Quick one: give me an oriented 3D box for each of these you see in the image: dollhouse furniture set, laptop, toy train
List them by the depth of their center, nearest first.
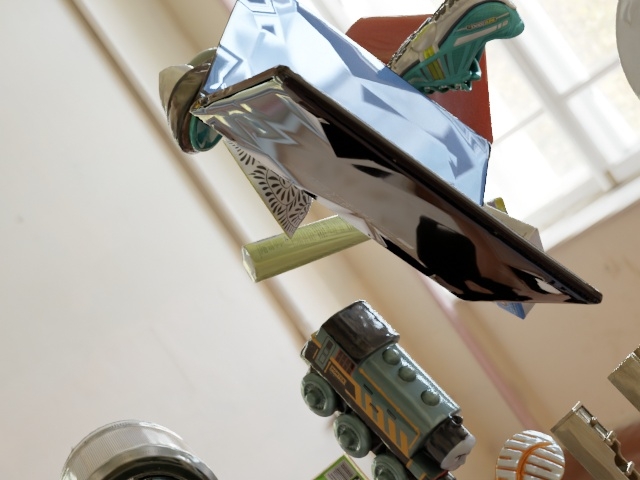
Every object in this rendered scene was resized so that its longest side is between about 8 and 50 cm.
[{"bbox_3d":[0.089,-0.129,1.311,0.236,0.382,0.408,-61,19,-13],"label":"laptop"},{"bbox_3d":[0.454,0.226,1.661,0.242,0.161,0.212,-46,-13,13],"label":"dollhouse furniture set"},{"bbox_3d":[0.099,0.250,1.939,0.142,0.334,0.190,-25,-28,-38],"label":"toy train"}]

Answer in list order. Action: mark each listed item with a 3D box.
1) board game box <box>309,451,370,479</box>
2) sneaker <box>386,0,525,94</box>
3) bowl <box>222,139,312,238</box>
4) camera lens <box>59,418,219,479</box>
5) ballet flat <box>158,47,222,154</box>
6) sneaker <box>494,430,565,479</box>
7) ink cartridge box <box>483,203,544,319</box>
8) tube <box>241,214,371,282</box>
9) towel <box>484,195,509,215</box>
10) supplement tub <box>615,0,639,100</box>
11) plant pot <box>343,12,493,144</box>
[{"bbox_3d":[-0.013,0.515,2.287,0.259,0.124,0.039,-40,1,6],"label":"board game box"},{"bbox_3d":[0.161,-0.237,1.689,0.275,0.110,0.107,-42,10,39],"label":"sneaker"},{"bbox_3d":[-0.059,-0.093,1.751,0.080,0.170,0.170,-35,1,0],"label":"bowl"},{"bbox_3d":[-0.259,0.380,1.781,0.219,0.219,0.274,-35,12,-12],"label":"camera lens"},{"bbox_3d":[-0.130,-0.173,1.459,0.280,0.096,0.095,-47,-32,-58],"label":"ballet flat"},{"bbox_3d":[0.249,0.333,1.572,0.083,0.084,0.215,95,-163,-49],"label":"sneaker"},{"bbox_3d":[0.227,0.011,1.839,0.086,0.203,0.148,-52,-35,-17],"label":"ink cartridge box"},{"bbox_3d":[0.000,0.000,1.897,0.240,0.070,0.062,-20,-19,-17],"label":"tube"},{"bbox_3d":[0.283,-0.039,1.994,0.009,0.060,0.083,-18,-1,30],"label":"towel"},{"bbox_3d":[0.641,-0.335,1.920,0.316,0.228,0.228,-15,-3,-10],"label":"supplement tub"},{"bbox_3d":[0.149,-0.273,2.342,0.267,0.267,0.236,3,21,29],"label":"plant pot"}]
